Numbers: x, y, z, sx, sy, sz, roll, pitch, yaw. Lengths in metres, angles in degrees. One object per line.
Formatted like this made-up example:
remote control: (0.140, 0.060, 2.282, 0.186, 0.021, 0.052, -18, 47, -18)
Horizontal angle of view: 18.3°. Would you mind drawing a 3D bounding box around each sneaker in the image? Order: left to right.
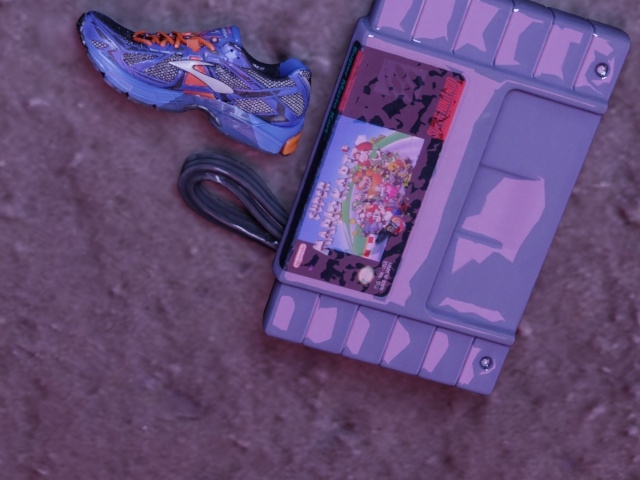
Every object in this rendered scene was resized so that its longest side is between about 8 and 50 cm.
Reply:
sneaker: (-0.106, -0.154, 1.712, 0.221, 0.083, 0.087, 21, 110, -20)

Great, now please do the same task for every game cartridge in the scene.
game cartridge: (0.102, -0.049, 1.739, 0.230, 0.068, 0.355, 14, 111, -14)

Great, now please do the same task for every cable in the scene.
cable: (0.000, 0.000, 1.844, 0.287, 0.072, 0.139, 25, 140, -2)
